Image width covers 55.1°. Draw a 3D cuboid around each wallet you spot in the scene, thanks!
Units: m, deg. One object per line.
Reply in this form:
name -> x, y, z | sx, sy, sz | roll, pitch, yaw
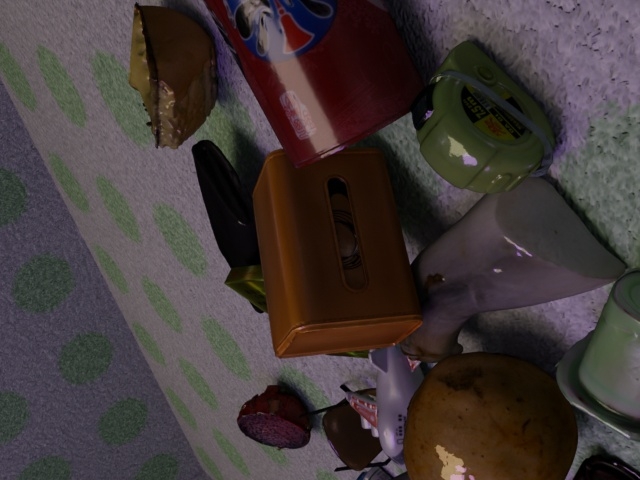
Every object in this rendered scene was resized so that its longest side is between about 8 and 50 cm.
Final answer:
wallet -> -0.181, -0.015, 1.320 | 0.228, 0.062, 0.406 | 54, 163, 24

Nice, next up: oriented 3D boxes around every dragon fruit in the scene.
dragon fruit -> -0.120, 0.499, 1.797 | 0.219, 0.148, 0.223 | 22, 138, -4

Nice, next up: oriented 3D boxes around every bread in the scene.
bread -> -0.276, -0.321, 1.141 | 0.204, 0.163, 0.262 | 101, 150, -54

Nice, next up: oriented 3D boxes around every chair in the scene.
chair -> 0.091, 0.411, 1.369 | 0.158, 0.172, 0.247 | 56, 158, 0

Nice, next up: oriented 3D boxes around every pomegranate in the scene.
pomegranate -> 0.240, 0.282, 0.893 | 0.260, 0.260, 0.260 | 36, 146, 30

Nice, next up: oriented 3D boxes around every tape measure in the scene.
tape measure -> 0.179, -0.125, 0.692 | 0.177, 0.154, 0.087 | 44, 143, 9

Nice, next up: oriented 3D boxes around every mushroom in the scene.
mushroom -> 0.208, 0.068, 0.872 | 0.177, 0.126, 0.397 | 45, 147, 1

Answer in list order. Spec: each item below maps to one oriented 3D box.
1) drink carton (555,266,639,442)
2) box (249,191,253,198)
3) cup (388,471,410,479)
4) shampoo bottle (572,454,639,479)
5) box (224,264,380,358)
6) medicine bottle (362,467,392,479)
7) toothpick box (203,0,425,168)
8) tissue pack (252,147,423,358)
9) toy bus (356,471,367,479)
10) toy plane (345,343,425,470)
drink carton -> 0.362, 0.119, 0.687 | 0.146, 0.144, 0.142 | 33, 138, 33
box -> -0.098, 0.029, 1.326 | 0.142, 0.044, 0.285 | 30, 146, 64
cup -> 0.250, 0.550, 1.175 | 0.253, 0.253, 0.371 | 47, 148, 13
shampoo bottle -> 0.437, 0.471, 0.989 | 0.129, 0.084, 0.323 | 37, 147, 32
box -> -0.026, 0.145, 1.219 | 0.311, 0.043, 0.173 | 40, 150, -30
medicine bottle -> 0.209, 0.670, 1.560 | 0.221, 0.061, 0.092 | 36, 170, 30
toothpick box -> -0.025, -0.282, 0.767 | 0.204, 0.204, 0.333 | -10, 113, 58
tissue pack -> 0.016, 0.015, 0.899 | 0.145, 0.195, 0.274 | 117, 146, -62
toy bus -> 0.132, 0.681, 1.692 | 0.046, 0.038, 0.083 | 5, 126, 48
toy plane -> 0.150, 0.311, 1.157 | 0.252, 0.118, 0.252 | 13, 109, 43
